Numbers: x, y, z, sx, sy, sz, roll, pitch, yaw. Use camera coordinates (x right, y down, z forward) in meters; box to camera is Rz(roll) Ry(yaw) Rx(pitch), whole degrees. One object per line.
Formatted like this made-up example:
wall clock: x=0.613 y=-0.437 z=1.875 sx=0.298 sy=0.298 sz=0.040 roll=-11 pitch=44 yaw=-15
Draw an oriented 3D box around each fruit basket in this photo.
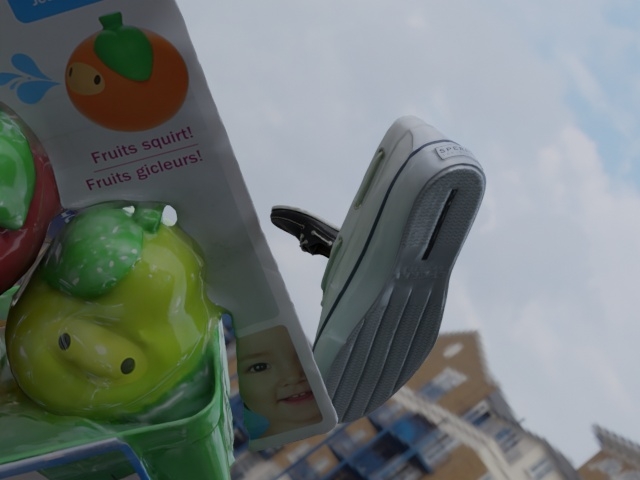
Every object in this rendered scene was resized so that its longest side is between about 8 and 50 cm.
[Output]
fruit basket: x=-0.187 y=0.030 z=0.577 sx=0.165 sy=0.327 sz=0.353 roll=-99 pitch=172 yaw=-46

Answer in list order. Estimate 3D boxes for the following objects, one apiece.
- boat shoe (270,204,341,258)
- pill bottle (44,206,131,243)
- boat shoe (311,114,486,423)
boat shoe: x=0.000 y=0.000 z=1.170 sx=0.125 sy=0.038 sz=0.046 roll=23 pitch=-18 yaw=7
pill bottle: x=-0.236 y=-0.080 z=0.918 sx=0.123 sy=0.123 sz=0.219 roll=51 pitch=-5 yaw=16
boat shoe: x=0.044 y=0.022 z=0.753 sx=0.076 sy=0.083 sz=0.226 roll=57 pitch=-49 yaw=45
